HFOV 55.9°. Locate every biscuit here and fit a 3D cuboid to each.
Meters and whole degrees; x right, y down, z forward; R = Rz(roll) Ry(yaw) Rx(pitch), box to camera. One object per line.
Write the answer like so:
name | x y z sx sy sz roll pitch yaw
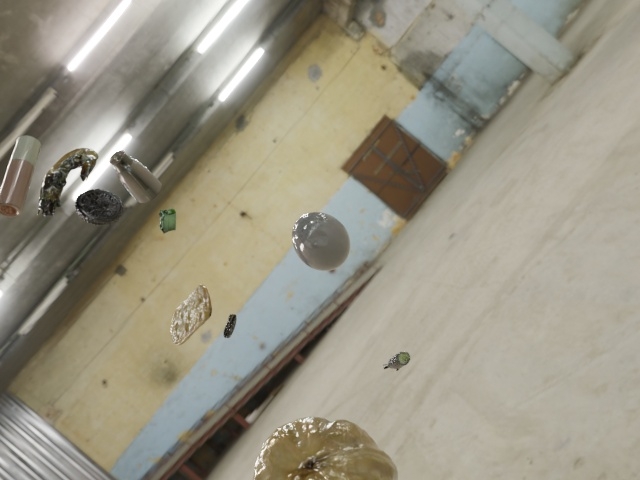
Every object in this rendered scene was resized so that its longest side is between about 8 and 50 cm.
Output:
biscuit | -0.326 0.309 2.174 0.089 0.027 0.087 -38 -39 -82
biscuit | -0.389 0.223 1.790 0.029 0.118 0.247 5 -36 -40
biscuit | -0.884 -0.134 2.411 0.194 0.194 0.053 -50 -8 -49

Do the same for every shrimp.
shrimp | -0.936 -0.228 2.234 0.233 0.071 0.365 -22 41 12

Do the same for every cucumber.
cucumber | 0.194 0.313 1.539 0.043 0.039 0.163 -7 -20 -6

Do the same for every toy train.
toy train | -0.531 -0.069 2.100 0.056 0.038 0.093 -15 -45 -30

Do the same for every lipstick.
lipstick | -0.877 -0.190 1.755 0.070 0.070 0.254 129 147 -49

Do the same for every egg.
egg | 0.000 0.000 1.924 0.176 0.176 0.232 -50 -37 -9

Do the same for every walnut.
walnut | 0.005 0.570 1.312 0.381 0.381 0.381 -50 0 0

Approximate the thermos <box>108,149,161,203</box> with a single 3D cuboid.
thermos | -0.634 -0.221 2.060 0.105 0.137 0.193 -42 -46 -10
